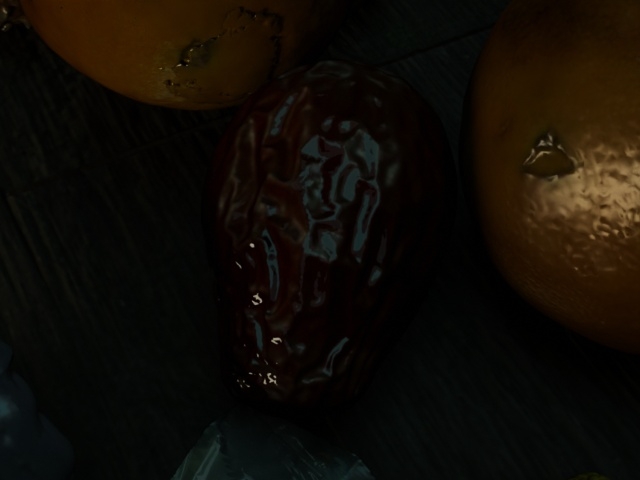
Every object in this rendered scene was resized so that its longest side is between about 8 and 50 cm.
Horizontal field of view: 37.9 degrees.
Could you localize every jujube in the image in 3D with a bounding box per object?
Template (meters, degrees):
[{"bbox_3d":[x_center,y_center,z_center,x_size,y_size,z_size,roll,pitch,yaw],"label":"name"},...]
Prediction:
[{"bbox_3d":[0.000,0.000,0.588,0.168,0.168,0.236,8,62,5],"label":"jujube"}]

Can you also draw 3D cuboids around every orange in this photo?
[{"bbox_3d":[0.211,-0.059,0.570,0.261,0.261,0.261,1,53,-1],"label":"orange"},{"bbox_3d":[-0.092,-0.207,0.633,0.246,0.246,0.246,1,53,-1],"label":"orange"}]

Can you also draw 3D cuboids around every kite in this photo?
[{"bbox_3d":[-0.087,0.217,0.507,0.310,0.015,0.169,-34,61,-27],"label":"kite"}]

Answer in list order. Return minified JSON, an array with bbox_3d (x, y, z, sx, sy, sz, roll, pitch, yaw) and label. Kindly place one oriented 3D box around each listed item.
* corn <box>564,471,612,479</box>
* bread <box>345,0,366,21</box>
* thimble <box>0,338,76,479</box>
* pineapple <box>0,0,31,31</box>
[{"bbox_3d":[0.092,0.200,0.491,0.203,0.072,0.072,-34,61,-25],"label":"corn"},{"bbox_3d":[-0.018,-0.292,0.840,0.210,0.099,0.235,27,63,20],"label":"bread"},{"bbox_3d":[-0.213,0.113,0.509,0.118,0.127,0.151,-34,62,-25],"label":"thimble"},{"bbox_3d":[-0.345,-0.222,0.740,0.340,0.169,0.169,-20,56,-13],"label":"pineapple"}]
